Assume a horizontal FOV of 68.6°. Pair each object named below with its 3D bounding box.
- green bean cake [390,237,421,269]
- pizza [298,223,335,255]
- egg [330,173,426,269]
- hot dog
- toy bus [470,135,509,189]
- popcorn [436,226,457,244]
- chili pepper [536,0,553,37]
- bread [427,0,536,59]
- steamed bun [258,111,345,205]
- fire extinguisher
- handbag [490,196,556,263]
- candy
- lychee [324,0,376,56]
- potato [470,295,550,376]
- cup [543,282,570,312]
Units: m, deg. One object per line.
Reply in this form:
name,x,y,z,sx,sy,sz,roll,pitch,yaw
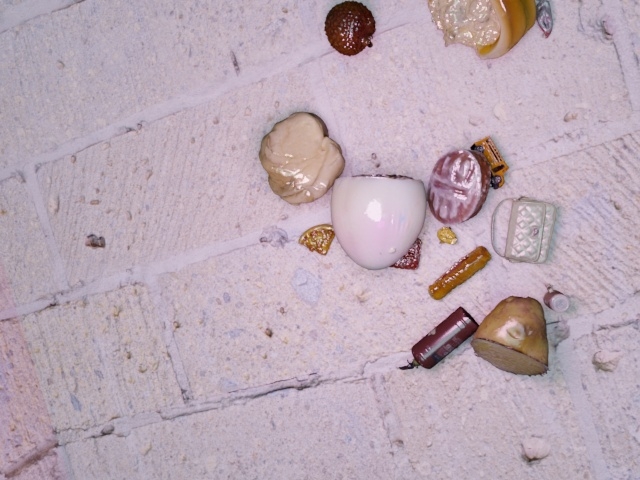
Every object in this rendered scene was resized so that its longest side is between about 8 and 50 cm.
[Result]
green bean cake,0.336,0.048,1.891,0.135,0.056,0.135,7,96,12
pizza,0.000,0.000,1.961,0.175,0.046,0.134,-29,88,12
egg,0.211,-0.059,1.748,0.355,0.354,0.339,3,90,11
hot dog,0.547,0.132,1.849,0.289,0.068,0.083,-42,92,10
toy bus,0.651,-0.294,1.786,0.088,0.083,0.194,-29,86,3
popcorn,0.502,-0.025,1.849,0.084,0.084,0.084,1,94,12
chili pepper,0.827,-0.829,1.733,0.050,0.041,0.153,-7,94,54
bread,0.577,-0.871,1.710,0.245,0.329,0.424,-39,84,-30
steamed bun,-0.075,-0.310,1.856,0.325,0.230,0.372,-33,76,-12
fire extinguisher,0.461,0.407,1.854,0.337,0.135,0.114,-44,49,12
handbag,0.763,-0.039,1.788,0.219,0.079,0.256,8,94,15
candy,0.521,-0.203,1.762,0.214,0.157,0.289,30,121,38
lychee,0.120,-0.811,1.806,0.200,0.200,0.238,-48,70,11
potato,0.731,0.336,1.749,0.301,0.289,0.237,27,66,0
cup,0.891,0.215,1.766,0.074,0.099,0.102,1,95,11
